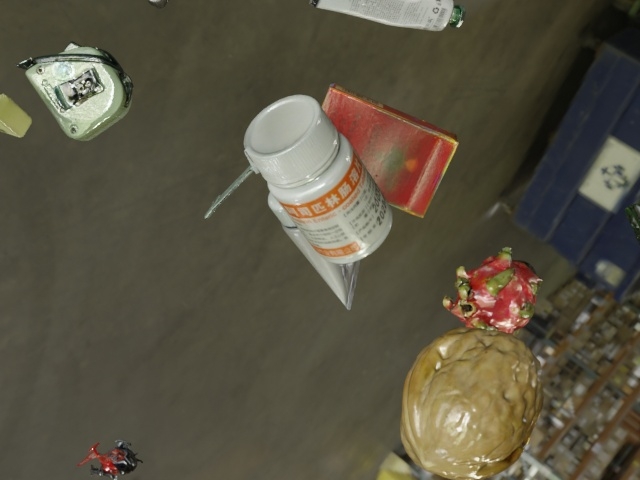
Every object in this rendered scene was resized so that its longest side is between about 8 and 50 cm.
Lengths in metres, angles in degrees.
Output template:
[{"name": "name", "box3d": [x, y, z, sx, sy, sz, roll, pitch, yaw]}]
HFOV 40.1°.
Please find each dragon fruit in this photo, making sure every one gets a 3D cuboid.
[{"name": "dragon fruit", "box3d": [0.321, 0.102, 1.635, 0.172, 0.160, 0.166, -21, 108, -51]}]

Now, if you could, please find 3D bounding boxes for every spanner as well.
[{"name": "spanner", "box3d": [-0.183, -0.119, 1.880, 0.302, 0.017, 0.071, -36, -160, 53]}]

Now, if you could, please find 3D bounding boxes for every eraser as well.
[{"name": "eraser", "box3d": [-0.720, -0.283, 1.882, 0.058, 0.172, 0.117, -67, 155, -13]}]

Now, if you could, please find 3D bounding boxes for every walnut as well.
[{"name": "walnut", "box3d": [0.161, 0.183, 0.966, 0.184, 0.155, 0.155, -50, 162, -37]}]

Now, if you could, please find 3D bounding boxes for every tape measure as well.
[{"name": "tape measure", "box3d": [-0.563, -0.373, 2.058, 0.207, 0.235, 0.115, -34, 180, 6]}]

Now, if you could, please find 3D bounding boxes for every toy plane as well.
[{"name": "toy plane", "box3d": [-0.307, 0.322, 1.281, 0.060, 0.037, 0.145, -40, -159, -32]}]

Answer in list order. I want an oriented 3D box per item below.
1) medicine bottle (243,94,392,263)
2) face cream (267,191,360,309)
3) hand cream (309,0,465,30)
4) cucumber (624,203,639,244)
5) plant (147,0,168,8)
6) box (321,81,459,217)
[{"name": "medicine bottle", "box3d": [-0.001, -0.089, 1.315, 0.144, 0.144, 0.252, -47, 130, -14]}, {"name": "face cream", "box3d": [0.000, 0.000, 1.739, 0.314, 0.089, 0.143, 54, 36, -44]}, {"name": "hand cream", "box3d": [0.147, -0.505, 1.833, 0.336, 0.076, 0.121, 8, 131, -22]}, {"name": "cucumber", "box3d": [0.400, 0.043, 0.989, 0.058, 0.187, 0.058, -17, 172, -2]}, {"name": "plant", "box3d": [-0.374, -0.688, 1.983, 0.188, 0.199, 0.276, -36, 143, -22]}, {"name": "box", "box3d": [0.129, -0.203, 1.981, 0.089, 0.313, 0.197, -73, -173, -72]}]
